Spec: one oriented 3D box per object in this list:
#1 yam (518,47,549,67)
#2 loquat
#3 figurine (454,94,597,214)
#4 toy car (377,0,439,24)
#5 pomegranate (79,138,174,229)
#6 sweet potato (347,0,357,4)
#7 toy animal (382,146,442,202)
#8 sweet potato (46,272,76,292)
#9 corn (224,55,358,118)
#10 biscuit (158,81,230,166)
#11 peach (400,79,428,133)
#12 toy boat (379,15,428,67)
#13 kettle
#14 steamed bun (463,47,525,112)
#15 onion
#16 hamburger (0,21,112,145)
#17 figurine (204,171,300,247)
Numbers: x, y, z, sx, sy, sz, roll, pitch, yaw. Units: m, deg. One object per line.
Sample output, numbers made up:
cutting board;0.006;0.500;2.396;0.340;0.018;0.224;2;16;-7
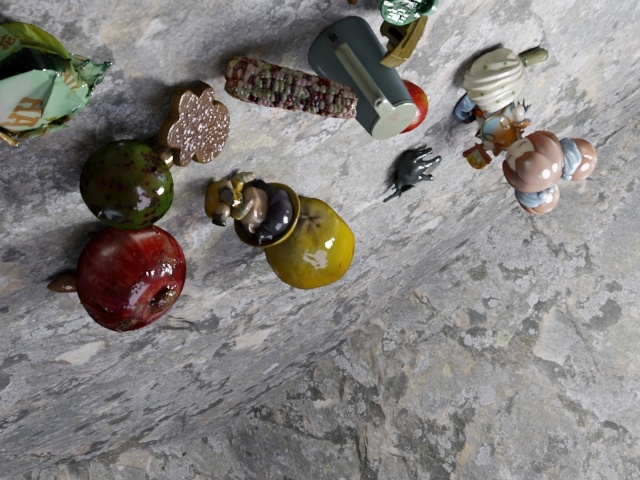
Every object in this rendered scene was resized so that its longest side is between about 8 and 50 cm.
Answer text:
yam;0.627;-0.539;2.063;0.094;0.043;0.043;-24;157;-18
loquat;-0.032;0.011;2.083;0.276;0.276;0.284;-28;155;-11
figurine;0.599;-0.283;2.106;0.248;0.388;0.277;-10;147;-46
toy car;0.216;-0.564;1.356;0.136;0.125;0.306;-2;146;-48
pomegranate;-0.379;-0.129;1.442;0.248;0.202;0.202;-54;174;-36
sweet potato;0.047;-0.524;1.316;0.057;0.057;0.264;-30;162;-6
toy animal;0.299;-0.213;2.274;0.137;0.082;0.269;-18;159;-23
sweet potato;-0.586;0.095;1.785;0.218;0.051;0.065;-18;153;-31
corn;-0.060;-0.308;1.412;0.280;0.092;0.092;12;151;0
biscuit;-0.257;-0.235;1.451;0.180;0.039;0.236;-70;160;1
peach;0.225;-0.355;1.847;0.151;0.151;0.118;-26;-158;-16
toy boat;0.171;-0.451;1.495;0.068;0.088;0.226;-27;-152;47
kettle;0.092;-0.349;1.492;0.160;0.243;0.210;-35;157;7
steamed bun;0.493;-0.440;1.953;0.182;0.106;0.183;-14;128;-18
onion;-0.450;0.089;1.680;0.276;0.276;0.276;-27;158;-12
hamburger;-0.456;-0.258;1.124;0.235;0.125;0.214;-30;164;5
figurine;-0.179;-0.081;1.813;0.256;0.192;0.167;19;157;-34
